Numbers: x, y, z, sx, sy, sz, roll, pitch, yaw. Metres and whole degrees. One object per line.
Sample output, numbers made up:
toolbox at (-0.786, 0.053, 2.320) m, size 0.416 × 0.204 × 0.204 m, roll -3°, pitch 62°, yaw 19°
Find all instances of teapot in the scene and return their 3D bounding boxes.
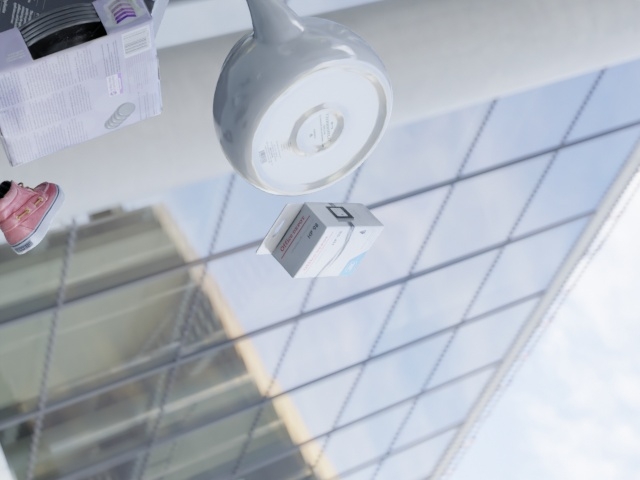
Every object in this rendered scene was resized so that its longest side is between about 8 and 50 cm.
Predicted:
teapot at (-0.041, -0.192, 1.684) m, size 0.256 × 0.252 × 0.187 m, roll -56°, pitch -132°, yaw 22°

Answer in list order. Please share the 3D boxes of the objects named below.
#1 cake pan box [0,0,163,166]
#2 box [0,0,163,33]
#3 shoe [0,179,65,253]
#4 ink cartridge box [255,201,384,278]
cake pan box at (-0.353, -0.228, 1.835) m, size 0.070 × 0.246 × 0.267 m, roll 61°, pitch -14°, yaw 21°
box at (-0.447, -0.466, 2.392) m, size 0.312 × 0.179 × 0.343 m, roll 27°, pitch -33°, yaw -6°
shoe at (-0.406, -0.056, 1.775) m, size 0.081 × 0.063 × 0.178 m, roll 56°, pitch 16°, yaw -23°
ink cartridge box at (0.000, 0.000, 1.932) m, size 0.060 × 0.180 × 0.104 m, roll 48°, pitch -61°, yaw 28°
